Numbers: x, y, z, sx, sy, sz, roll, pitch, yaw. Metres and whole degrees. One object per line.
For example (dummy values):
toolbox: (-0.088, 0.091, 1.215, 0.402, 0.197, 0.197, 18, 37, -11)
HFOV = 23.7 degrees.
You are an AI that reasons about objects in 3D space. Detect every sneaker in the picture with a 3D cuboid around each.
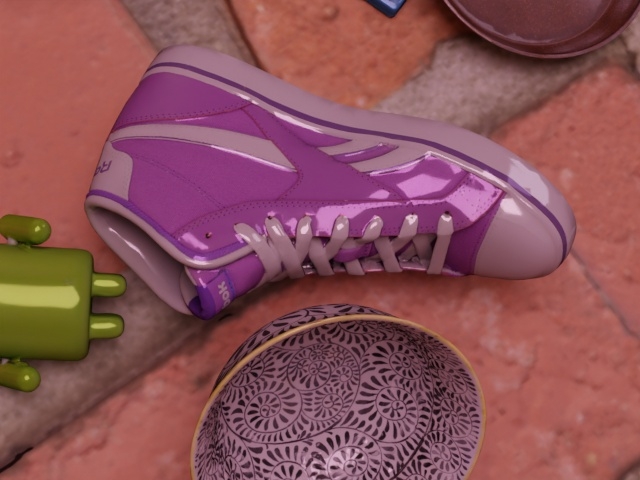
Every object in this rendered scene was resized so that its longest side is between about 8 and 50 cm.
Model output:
sneaker: (0.000, 0.001, 0.895, 0.282, 0.102, 0.161, 17, 53, 9)

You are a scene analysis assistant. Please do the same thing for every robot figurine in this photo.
robot figurine: (-0.172, 0.036, 0.890, 0.115, 0.067, 0.101, 4, 92, -7)

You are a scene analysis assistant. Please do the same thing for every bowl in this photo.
bowl: (0.002, 0.096, 0.875, 0.170, 0.170, 0.080, -7, 29, -13)

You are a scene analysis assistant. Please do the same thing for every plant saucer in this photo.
plant saucer: (0.141, -0.198, 1.018, 0.168, 0.029, 0.168, 3, 78, -15)

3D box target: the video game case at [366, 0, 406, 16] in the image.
video game case: (0.015, -0.242, 1.030, 0.166, 0.015, 0.119, 36, 71, 3)
